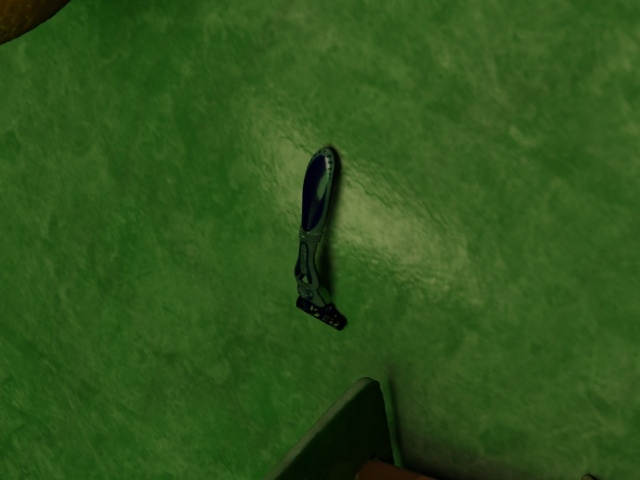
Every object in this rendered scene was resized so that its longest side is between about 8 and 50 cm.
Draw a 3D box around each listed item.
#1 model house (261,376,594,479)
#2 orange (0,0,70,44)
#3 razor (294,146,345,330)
[{"bbox_3d":[0.087,0.324,0.886,0.323,0.340,0.300,12,128,34],"label":"model house"},{"bbox_3d":[-0.253,-0.237,0.840,0.274,0.274,0.274,25,134,29],"label":"orange"},{"bbox_3d":[-0.003,0.003,0.969,0.044,0.028,0.154,28,136,27],"label":"razor"}]
